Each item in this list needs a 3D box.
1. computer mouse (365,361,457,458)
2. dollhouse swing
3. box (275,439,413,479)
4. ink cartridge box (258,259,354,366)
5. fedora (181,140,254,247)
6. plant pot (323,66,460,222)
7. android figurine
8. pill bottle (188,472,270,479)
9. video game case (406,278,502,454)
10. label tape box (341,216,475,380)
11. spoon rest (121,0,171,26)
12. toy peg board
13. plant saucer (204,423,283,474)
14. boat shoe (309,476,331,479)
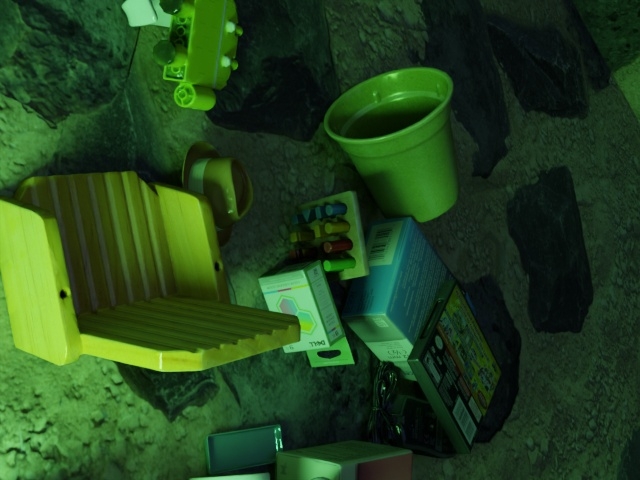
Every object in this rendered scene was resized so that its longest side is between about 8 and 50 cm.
[{"bbox_3d":[0.190,0.378,2.229,0.272,0.072,0.188,25,63,-33],"label":"computer mouse"},{"bbox_3d":[-0.236,0.030,1.570,0.347,0.305,0.315,-9,88,-52],"label":"dollhouse swing"},{"bbox_3d":[0.044,0.444,1.933,0.232,0.148,0.127,4,89,-51],"label":"box"},{"bbox_3d":[-0.025,0.148,1.970,0.062,0.109,0.209,-31,106,-51],"label":"ink cartridge box"},{"bbox_3d":[-0.169,-0.084,1.846,0.194,0.079,0.194,-11,90,-68],"label":"fedora"},{"bbox_3d":[0.177,-0.183,2.230,0.276,0.276,0.254,-58,136,-43],"label":"plant pot"},{"bbox_3d":[-0.203,-0.350,1.845,0.273,0.056,0.248,-2,101,-71],"label":"android figurine"},{"bbox_3d":[-0.137,0.512,1.681,0.162,0.162,0.278,10,73,-51],"label":"pill bottle"},{"bbox_3d":[0.286,0.264,2.234,0.275,0.035,0.248,60,40,-27],"label":"video game case"},{"bbox_3d":[0.199,0.154,2.261,0.348,0.115,0.249,51,44,-39],"label":"label tape box"},{"bbox_3d":[-0.268,-0.422,1.856,0.137,0.084,0.276,69,25,-14],"label":"spoon rest"},{"bbox_3d":[0.000,0.000,2.012,0.079,0.161,0.161,-6,85,-41],"label":"toy peg board"},{"bbox_3d":[-0.133,0.362,1.847,0.192,0.018,0.067,4,77,-53],"label":"plant saucer"},{"bbox_3d":[-0.034,0.518,1.782,0.113,0.105,0.306,-16,120,-35],"label":"boat shoe"}]
